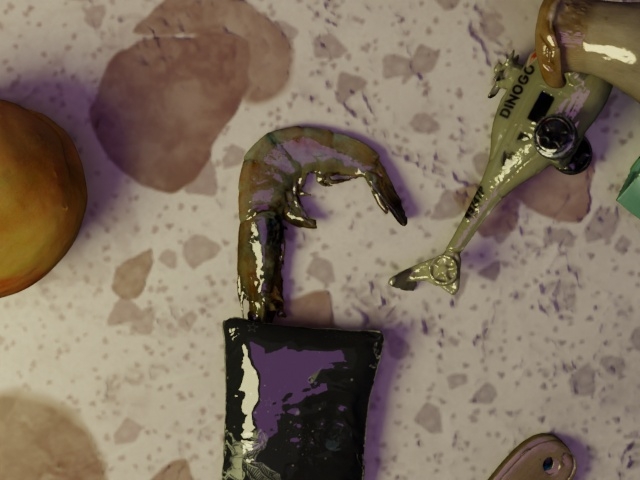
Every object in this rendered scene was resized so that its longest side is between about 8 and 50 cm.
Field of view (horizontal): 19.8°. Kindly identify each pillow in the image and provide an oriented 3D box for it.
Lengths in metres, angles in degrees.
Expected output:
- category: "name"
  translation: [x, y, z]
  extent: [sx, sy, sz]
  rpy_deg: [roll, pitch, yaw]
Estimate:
- category: "pillow"
  translation: [-0.022, 0.173, 1.592]
  extent: [0.141, 0.055, 0.208]
  rpy_deg: [4, 99, -3]

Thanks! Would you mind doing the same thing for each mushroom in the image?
- category: "mushroom"
  translation: [0.274, -0.144, 1.474]
  extent: [0.212, 0.088, 0.097]
  rpy_deg: [15, 117, 1]

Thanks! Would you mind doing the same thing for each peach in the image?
- category: "peach"
  translation: [-0.281, -0.035, 1.513]
  extent: [0.184, 0.184, 0.184]
  rpy_deg: [0, 95, -1]

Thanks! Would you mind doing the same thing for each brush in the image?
- category: "brush"
  translation: [0.098, 0.294, 1.606]
  extent: [0.327, 0.065, 0.070]
  rpy_deg: [-44, 92, 2]

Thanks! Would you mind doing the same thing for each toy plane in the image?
- category: "toy plane"
  translation: [0.161, -0.068, 1.562]
  extent: [0.108, 0.092, 0.286]
  rpy_deg: [31, 94, 18]

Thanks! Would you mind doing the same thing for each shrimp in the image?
- category: "shrimp"
  translation: [0.000, 0.000, 1.592]
  extent: [0.148, 0.035, 0.195]
  rpy_deg: [3, 94, -3]

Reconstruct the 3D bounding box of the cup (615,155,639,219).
- category: "cup"
  translation: [0.376, -0.018, 1.541]
  extent: [0.236, 0.134, 0.148]
  rpy_deg: [34, 122, 1]
